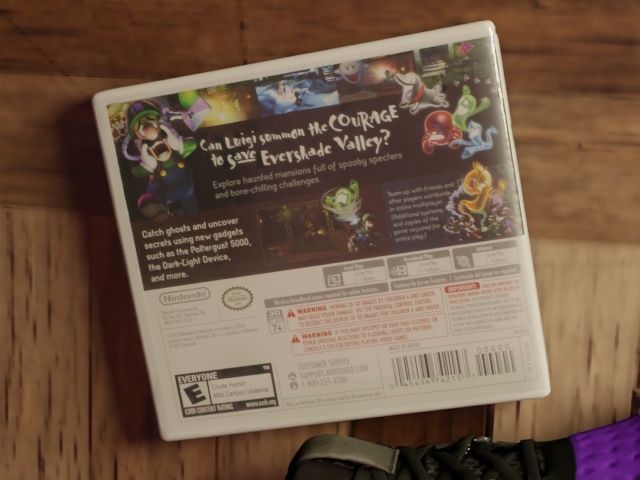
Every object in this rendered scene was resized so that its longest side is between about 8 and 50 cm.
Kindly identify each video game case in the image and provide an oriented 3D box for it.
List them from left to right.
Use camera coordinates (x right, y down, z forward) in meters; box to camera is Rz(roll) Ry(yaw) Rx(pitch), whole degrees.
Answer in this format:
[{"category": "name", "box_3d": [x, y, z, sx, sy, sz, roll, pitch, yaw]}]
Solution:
[{"category": "video game case", "box_3d": [0.000, 0.000, 0.542, 0.190, 0.022, 0.173, -8, 99, 12]}]

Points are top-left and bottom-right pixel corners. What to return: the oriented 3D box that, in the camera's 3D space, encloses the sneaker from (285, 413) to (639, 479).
[{"category": "sneaker", "box_3d": [0.055, 0.134, 0.514, 0.293, 0.102, 0.146, -40, 90, 14]}]
